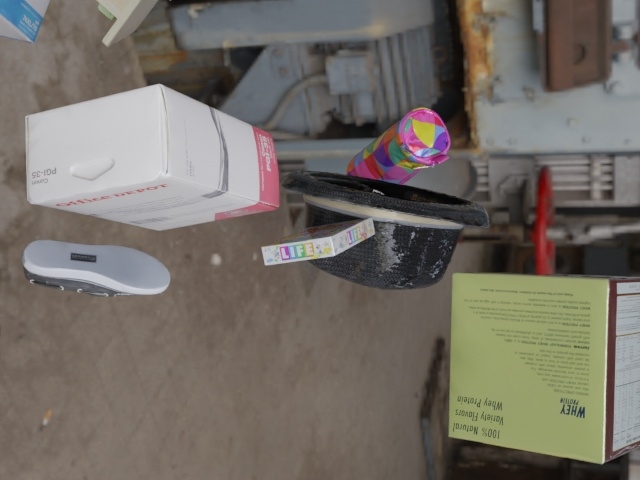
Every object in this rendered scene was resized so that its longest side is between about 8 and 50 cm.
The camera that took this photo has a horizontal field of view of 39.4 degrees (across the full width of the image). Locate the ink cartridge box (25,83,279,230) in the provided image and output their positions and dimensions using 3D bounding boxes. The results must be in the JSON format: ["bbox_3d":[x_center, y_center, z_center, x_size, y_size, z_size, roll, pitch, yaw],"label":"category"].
[{"bbox_3d":[-0.208,-0.097,1.157,0.283,0.207,0.117,15,68,-66],"label":"ink cartridge box"}]

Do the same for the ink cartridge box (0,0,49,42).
[{"bbox_3d":[-0.661,-0.578,1.804,0.197,0.198,0.270,48,59,-73],"label":"ink cartridge box"}]

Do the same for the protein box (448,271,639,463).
[{"bbox_3d":[0.273,0.141,1.069,0.136,0.200,0.201,2,89,-50],"label":"protein box"}]

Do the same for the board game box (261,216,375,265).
[{"bbox_3d":[0.000,0.000,1.228,0.154,0.103,0.026,-25,105,-65],"label":"board game box"}]

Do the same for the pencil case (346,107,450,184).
[{"bbox_3d":[0.131,-0.143,1.544,0.236,0.104,0.104,149,-51,-65],"label":"pencil case"}]

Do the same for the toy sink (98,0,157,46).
[{"bbox_3d":[-0.371,-0.513,1.714,0.131,0.234,0.153,41,28,-8],"label":"toy sink"}]

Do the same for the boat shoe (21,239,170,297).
[{"bbox_3d":[-0.357,0.057,1.418,0.076,0.229,0.080,117,-25,-47],"label":"boat shoe"}]

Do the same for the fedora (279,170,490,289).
[{"bbox_3d":[0.091,-0.010,1.409,0.334,0.334,0.152,-17,118,-71],"label":"fedora"}]
